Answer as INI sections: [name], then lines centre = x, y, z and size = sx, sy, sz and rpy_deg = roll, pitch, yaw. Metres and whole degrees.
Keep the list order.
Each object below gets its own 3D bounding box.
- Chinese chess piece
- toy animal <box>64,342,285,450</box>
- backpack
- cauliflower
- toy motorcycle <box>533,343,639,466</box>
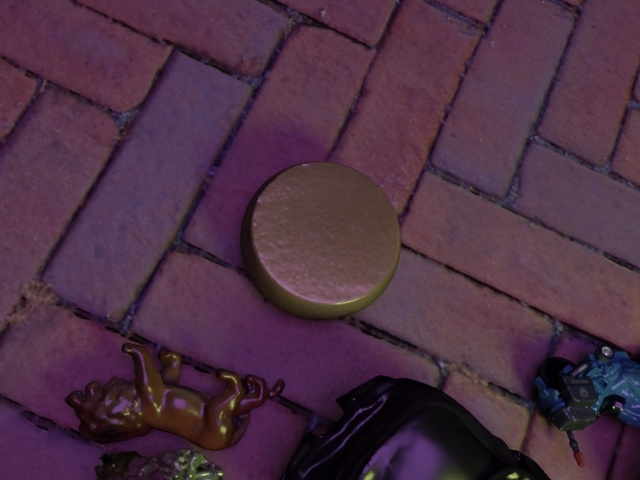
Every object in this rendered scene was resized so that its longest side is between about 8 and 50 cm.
[Chinese chess piece]
centre = 0.000, 0.000, 1.116
size = 0.273, 0.102, 0.273
rpy_deg = 3, 71, -10
[toy animal]
centre = -0.219, 0.250, 1.013
size = 0.312, 0.097, 0.158
rpy_deg = 17, 83, -7
[backpack]
centre = 0.161, 0.401, 0.947
size = 0.363, 0.255, 0.446
rpy_deg = -40, 98, -18
[cauliflower]
centre = -0.215, 0.423, 0.914
size = 0.315, 0.239, 0.256
rpy_deg = 51, 44, -10
[toy motorcycle]
centre = 0.496, 0.271, 1.123
size = 0.272, 0.124, 0.182
rpy_deg = 0, 52, -13
